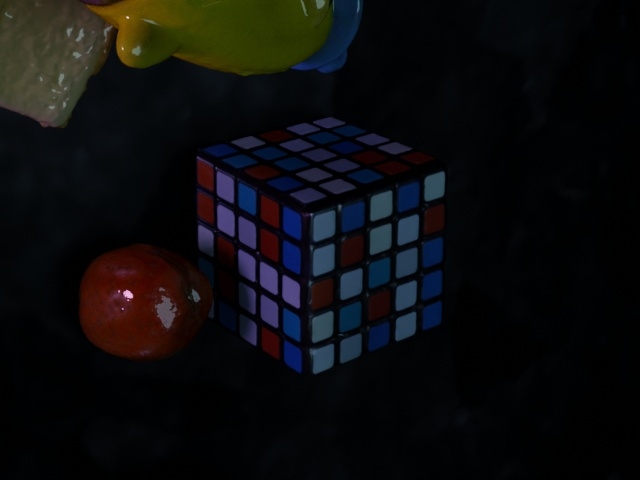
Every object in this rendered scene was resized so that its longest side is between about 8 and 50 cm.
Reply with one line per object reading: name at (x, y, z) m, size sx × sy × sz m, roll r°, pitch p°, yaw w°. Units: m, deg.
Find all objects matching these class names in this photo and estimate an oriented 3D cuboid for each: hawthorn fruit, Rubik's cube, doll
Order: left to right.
hawthorn fruit at (-0.161, 0.059, 1.528) m, size 0.128 × 0.128 × 0.128 m, roll -19°, pitch 120°, yaw -36°
doll at (-0.091, -0.188, 1.068) m, size 0.363 × 0.145 × 0.199 m, roll 28°, pitch 62°, yaw -50°
Rubik's cube at (0.000, 0.000, 1.596) m, size 0.182 × 0.187 × 0.184 m, roll -17°, pitch 118°, yaw -36°

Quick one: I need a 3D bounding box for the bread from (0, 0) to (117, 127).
bread at (-0.269, -0.253, 1.177) m, size 0.207 × 0.279 × 0.279 m, roll 15°, pitch 95°, yaw -46°
